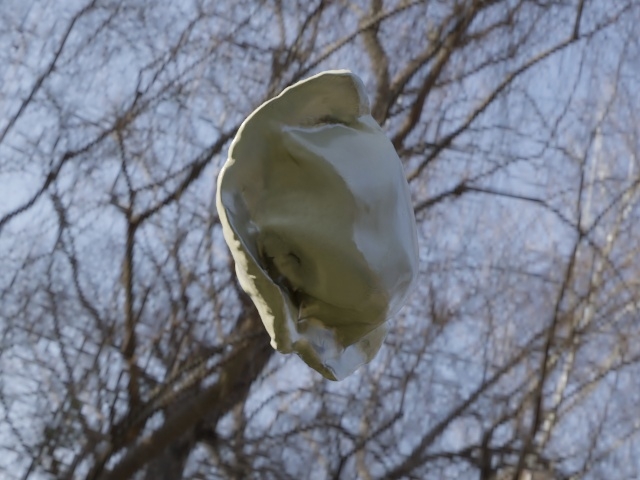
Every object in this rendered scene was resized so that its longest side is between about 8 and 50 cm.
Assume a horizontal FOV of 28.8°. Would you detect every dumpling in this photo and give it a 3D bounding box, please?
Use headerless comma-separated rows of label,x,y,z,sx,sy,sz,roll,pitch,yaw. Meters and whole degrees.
dumpling,0.000,0.000,0.884,0.132,0.162,0.250,19,-44,37
